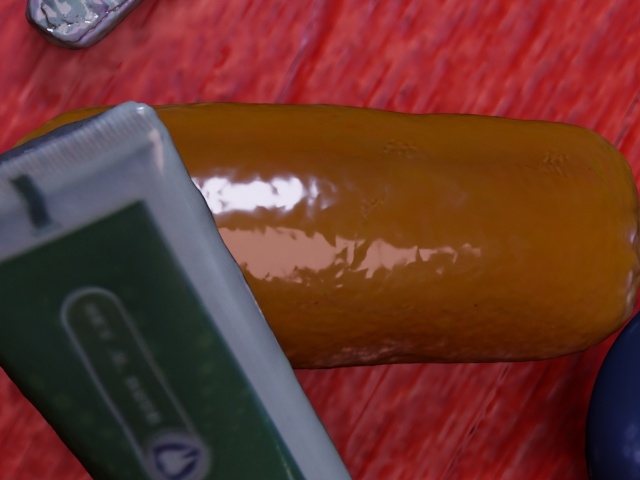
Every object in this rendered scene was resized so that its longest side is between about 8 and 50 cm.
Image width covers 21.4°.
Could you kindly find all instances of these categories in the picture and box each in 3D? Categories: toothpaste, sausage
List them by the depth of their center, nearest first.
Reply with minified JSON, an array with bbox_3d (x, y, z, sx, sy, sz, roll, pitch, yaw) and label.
[{"bbox_3d":[-0.008,0.126,0.605,0.098,0.061,0.392,-23,115,14],"label":"toothpaste"},{"bbox_3d":[0.000,0.000,0.616,0.238,0.098,0.098,1,95,-12],"label":"sausage"}]

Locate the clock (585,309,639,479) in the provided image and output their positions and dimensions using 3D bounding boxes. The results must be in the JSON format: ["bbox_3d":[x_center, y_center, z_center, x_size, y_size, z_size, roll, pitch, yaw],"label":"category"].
[{"bbox_3d":[0.182,0.124,0.627,0.146,0.199,0.243,-7,102,28],"label":"clock"}]

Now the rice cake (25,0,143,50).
[{"bbox_3d":[-0.028,-0.147,0.626,0.207,0.033,0.033,-45,103,-4],"label":"rice cake"}]
